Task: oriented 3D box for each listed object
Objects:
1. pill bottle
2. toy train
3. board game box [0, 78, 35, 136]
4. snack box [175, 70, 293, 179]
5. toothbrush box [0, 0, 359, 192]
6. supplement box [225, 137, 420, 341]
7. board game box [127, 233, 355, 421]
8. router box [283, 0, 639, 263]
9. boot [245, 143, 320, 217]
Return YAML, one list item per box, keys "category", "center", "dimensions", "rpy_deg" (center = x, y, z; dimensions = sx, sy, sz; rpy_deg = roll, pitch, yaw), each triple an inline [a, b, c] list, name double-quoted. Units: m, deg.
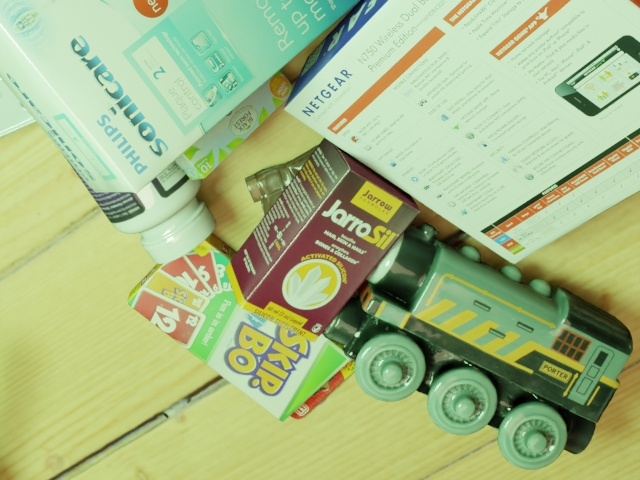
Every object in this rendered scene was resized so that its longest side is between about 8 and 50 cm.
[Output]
- category: "pill bottle"
  center: [-0.191, -0.075, 1.083]
  dimensions: [0.108, 0.108, 0.193]
  rpy_deg: [-27, 111, 13]
- category: "toy train"
  center: [0.175, 0.112, 1.152]
  dimensions: [0.334, 0.142, 0.190]
  rpy_deg: [26, 100, -8]
- category: "board game box"
  center: [-0.531, -0.215, 1.019]
  dimensions: [0.390, 0.050, 0.390]
  rpy_deg: [-21, 124, 11]
- category: "snack box"
  center: [-0.106, -0.143, 1.046]
  dimensions: [0.141, 0.037, 0.100]
  rpy_deg: [-47, 111, -22]
- category: "toothbrush box"
  center: [-0.142, -0.214, 0.931]
  dimensions: [0.295, 0.126, 0.216]
  rpy_deg: [-43, 110, -19]
- category: "supplement box"
  center: [0.000, 0.000, 1.096]
  dimensions: [0.104, 0.081, 0.188]
  rpy_deg: [28, 109, -31]
- category: "board game box"
  center: [-0.082, 0.104, 1.204]
  dimensions: [0.259, 0.039, 0.124]
  rpy_deg: [39, 110, -18]
- category: "router box"
  center: [0.177, -0.145, 0.960]
  dimensions: [0.301, 0.082, 0.335]
  rpy_deg: [33, 143, -16]
- category: "boot"
  center: [-0.010, -0.046, 1.134]
  dimensions: [0.114, 0.037, 0.106]
  rpy_deg: [-23, 114, 6]
